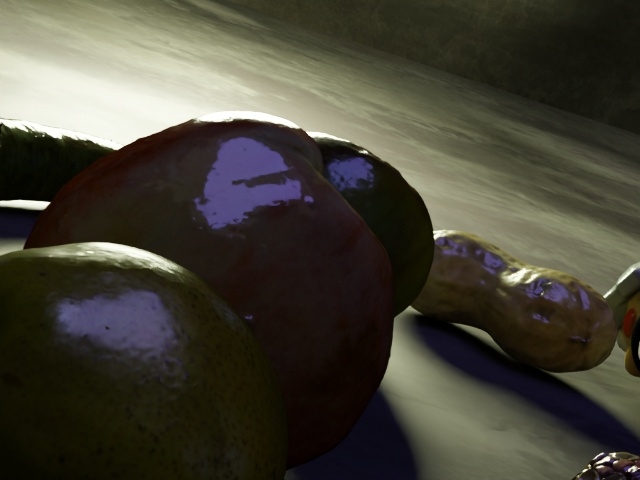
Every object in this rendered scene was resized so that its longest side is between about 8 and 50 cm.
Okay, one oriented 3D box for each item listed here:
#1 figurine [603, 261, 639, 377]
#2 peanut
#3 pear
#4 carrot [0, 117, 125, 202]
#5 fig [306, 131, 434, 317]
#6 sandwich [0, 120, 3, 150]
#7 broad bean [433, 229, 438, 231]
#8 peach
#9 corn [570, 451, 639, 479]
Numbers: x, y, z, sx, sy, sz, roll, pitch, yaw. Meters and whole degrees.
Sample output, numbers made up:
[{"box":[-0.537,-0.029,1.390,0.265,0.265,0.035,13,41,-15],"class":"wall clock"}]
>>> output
[{"box":[0.361,0.109,1.781,0.176,0.133,0.236,50,11,-22],"class":"figurine"},{"box":[0.173,0.056,1.774,0.229,0.098,0.103,23,-19,15],"class":"peanut"},{"box":[-0.114,0.097,0.948,0.198,0.198,0.198,21,13,-5],"class":"pear"},{"box":[-0.212,-0.060,1.649,0.074,0.074,0.358,31,14,33],"class":"carrot"},{"box":[0.000,0.000,1.564,0.181,0.181,0.191,29,38,24],"class":"fig"},{"box":[-0.385,-0.075,1.363,0.273,0.095,0.249,21,13,-2],"class":"sandwich"},{"box":[0.087,0.009,1.933,0.292,0.049,0.144,16,21,-19],"class":"broad bean"},{"box":[-0.085,0.045,1.148,0.232,0.257,0.232,54,-9,13],"class":"peach"},{"box":[0.264,0.237,1.190,0.098,0.098,0.290,11,17,-40],"class":"corn"}]
